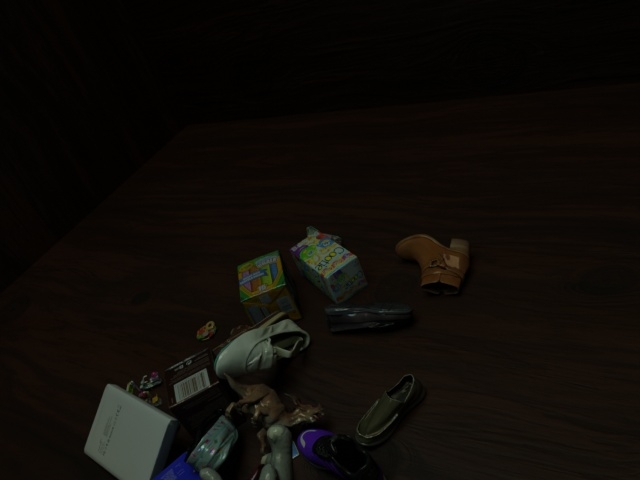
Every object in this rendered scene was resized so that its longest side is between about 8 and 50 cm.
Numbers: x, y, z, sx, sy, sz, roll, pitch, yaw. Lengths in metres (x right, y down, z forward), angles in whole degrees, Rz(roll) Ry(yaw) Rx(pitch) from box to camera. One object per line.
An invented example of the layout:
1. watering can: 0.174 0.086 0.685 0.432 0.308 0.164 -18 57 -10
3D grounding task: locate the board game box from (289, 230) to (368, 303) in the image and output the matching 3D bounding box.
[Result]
1. board game box: 0.028 0.097 2.112 0.144 0.142 0.275 -35 36 -16

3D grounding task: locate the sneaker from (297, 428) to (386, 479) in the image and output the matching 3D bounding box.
1. sneaker: 0.042 0.551 1.491 0.293 0.146 0.102 15 49 42

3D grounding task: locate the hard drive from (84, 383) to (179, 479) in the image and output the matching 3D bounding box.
1. hard drive: -0.598 0.616 1.770 0.352 0.047 0.233 11 80 40

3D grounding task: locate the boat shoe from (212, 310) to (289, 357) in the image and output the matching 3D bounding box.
1. boat shoe: -0.266 0.340 1.957 0.342 0.123 0.123 -39 56 -11

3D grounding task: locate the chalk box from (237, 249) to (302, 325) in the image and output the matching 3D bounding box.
1. chalk box: -0.196 0.171 2.114 0.179 0.180 0.289 -22 33 2

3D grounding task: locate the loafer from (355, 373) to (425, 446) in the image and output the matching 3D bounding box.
1. loafer: 0.186 0.462 1.578 0.251 0.088 0.094 -40 38 -23

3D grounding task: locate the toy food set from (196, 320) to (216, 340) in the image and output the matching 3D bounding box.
1. toy food set: -0.434 0.347 2.153 0.083 0.020 0.083 -26 35 -5

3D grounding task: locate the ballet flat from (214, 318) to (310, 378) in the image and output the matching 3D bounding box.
1. ballet flat: -0.162 0.344 1.788 0.139 0.139 0.400 1 8 31

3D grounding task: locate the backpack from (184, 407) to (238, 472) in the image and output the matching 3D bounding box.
1. backpack: -0.308 0.585 1.618 0.152 0.115 0.182 -63 -4 8

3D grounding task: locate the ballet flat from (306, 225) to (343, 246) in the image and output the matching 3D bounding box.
1. ballet flat: 0.000 0.000 2.331 0.221 0.077 0.079 22 74 46

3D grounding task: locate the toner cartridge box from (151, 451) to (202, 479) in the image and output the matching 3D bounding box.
1. toner cartridge box: -0.464 0.767 1.560 0.347 0.075 0.165 -37 38 -19

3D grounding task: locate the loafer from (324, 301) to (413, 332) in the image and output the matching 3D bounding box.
1. loafer: 0.162 0.260 1.886 0.302 0.095 0.109 -2 9 21

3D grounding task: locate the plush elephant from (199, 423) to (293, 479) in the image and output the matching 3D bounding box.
1. plush elephant: -0.197 0.652 1.390 0.255 0.272 0.330 -1 59 -11

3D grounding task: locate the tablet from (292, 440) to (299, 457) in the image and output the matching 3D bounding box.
1. tablet: -0.105 0.613 1.618 0.083 0.006 0.054 -29 35 -6

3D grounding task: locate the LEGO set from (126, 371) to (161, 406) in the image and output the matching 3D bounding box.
1. LEGO set: -0.578 0.548 1.891 0.132 0.107 0.287 -32 35 -13

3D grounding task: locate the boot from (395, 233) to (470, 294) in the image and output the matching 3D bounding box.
1. boot: 0.375 0.093 1.970 0.283 0.109 0.220 4 47 24

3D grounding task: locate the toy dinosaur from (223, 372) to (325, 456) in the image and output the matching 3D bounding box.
1. toy dinosaur: -0.149 0.479 1.652 0.295 0.127 0.200 37 47 22

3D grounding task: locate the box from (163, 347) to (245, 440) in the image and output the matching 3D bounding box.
1. box: -0.362 0.485 1.765 0.168 0.203 0.167 -27 35 -6
